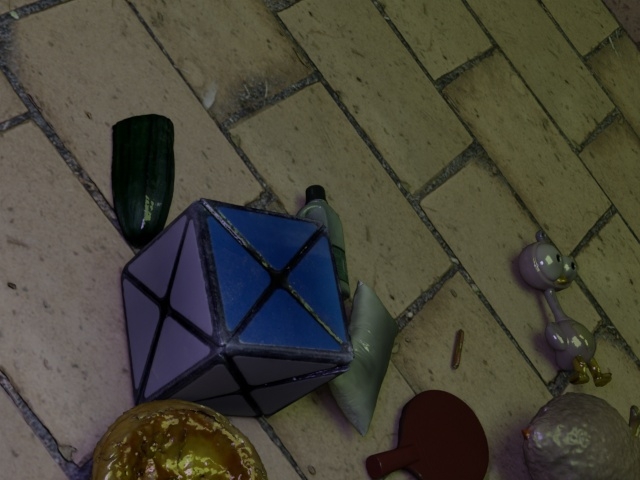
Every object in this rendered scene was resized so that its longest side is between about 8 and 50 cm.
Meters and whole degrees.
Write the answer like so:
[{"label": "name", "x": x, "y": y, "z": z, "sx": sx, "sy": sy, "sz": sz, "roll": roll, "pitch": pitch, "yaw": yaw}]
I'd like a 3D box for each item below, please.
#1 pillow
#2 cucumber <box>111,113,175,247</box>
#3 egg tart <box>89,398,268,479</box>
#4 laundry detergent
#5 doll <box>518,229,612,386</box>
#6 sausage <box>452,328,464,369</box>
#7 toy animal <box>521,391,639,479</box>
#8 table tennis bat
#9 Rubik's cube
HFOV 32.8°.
[{"label": "pillow", "x": 0.071, "y": 0.200, "z": 1.901, "sx": 0.144, "sy": 0.078, "sz": 0.254, "roll": 63, "pitch": 32, "yaw": -32}, {"label": "cucumber", "x": -0.284, "y": -0.102, "z": 1.807, "sx": 0.115, "sy": 0.063, "sz": 0.244, "roll": 15, "pitch": 57, "yaw": -34}, {"label": "egg tart", "x": -0.207, "y": 0.368, "z": 1.533, "sx": 0.290, "sy": 0.115, "sz": 0.290, "roll": 18, "pitch": 57, "yaw": -30}, {"label": "laundry detergent", "x": 0.000, "y": 0.000, "z": 1.988, "sx": 0.099, "sy": 0.070, "sz": 0.226, "roll": 11, "pitch": 58, "yaw": -30}, {"label": "doll", "x": 0.517, "y": 0.142, "z": 2.346, "sx": 0.160, "sy": 0.094, "sz": 0.365, "roll": 11, "pitch": 59, "yaw": -41}, {"label": "sausage", "x": 0.270, "y": 0.213, "z": 2.136, "sx": 0.015, "sy": 0.015, "sz": 0.100, "roll": 35, "pitch": 46, "yaw": -20}, {"label": "toy animal", "x": 0.501, "y": 0.407, "z": 2.086, "sx": 0.358, "sy": 0.188, "sz": 0.226, "roll": 35, "pitch": 52, "yaw": -37}, {"label": "table tennis bat", "x": 0.199, "y": 0.372, "z": 1.955, "sx": 0.310, "sy": 0.038, "sz": 0.200, "roll": -7, "pitch": 69, "yaw": -44}, {"label": "Rubik's cube", "x": -0.135, "y": 0.115, "z": 1.663, "sx": 0.259, "sy": 0.255, "sz": 0.260, "roll": 12, "pitch": 55, "yaw": -35}]
